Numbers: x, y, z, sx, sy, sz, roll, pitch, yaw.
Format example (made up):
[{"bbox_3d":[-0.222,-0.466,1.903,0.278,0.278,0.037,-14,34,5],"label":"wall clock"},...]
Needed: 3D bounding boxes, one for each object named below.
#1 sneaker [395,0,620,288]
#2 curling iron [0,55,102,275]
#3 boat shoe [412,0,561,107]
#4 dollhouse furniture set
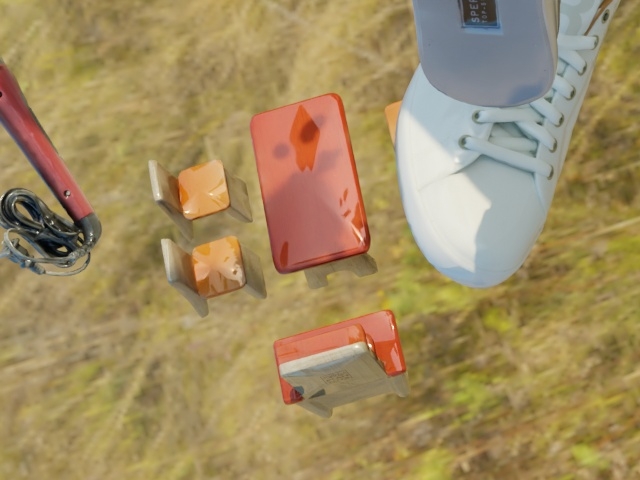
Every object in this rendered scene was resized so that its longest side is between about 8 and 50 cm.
[{"bbox_3d":[0.122,-0.117,0.921,0.123,0.106,0.290,140,144,-65],"label":"sneaker"},{"bbox_3d":[-0.227,-0.098,0.985,0.035,0.068,0.274,-22,95,58],"label":"curling iron"},{"bbox_3d":[0.076,-0.160,0.672,0.258,0.095,0.084,87,-168,-64],"label":"boat shoe"},{"bbox_3d":[0.000,0.000,1.201,0.135,0.262,0.259,53,-157,-63],"label":"dollhouse furniture set"}]
